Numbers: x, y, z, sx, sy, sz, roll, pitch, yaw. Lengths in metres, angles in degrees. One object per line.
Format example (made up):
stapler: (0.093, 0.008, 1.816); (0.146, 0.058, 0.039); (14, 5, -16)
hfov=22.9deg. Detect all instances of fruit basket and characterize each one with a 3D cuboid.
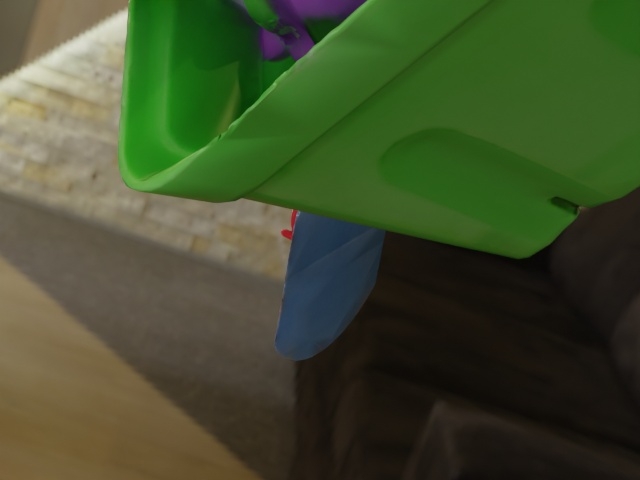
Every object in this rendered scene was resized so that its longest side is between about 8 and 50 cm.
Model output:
fruit basket: (-0.016, -0.204, 0.565); (0.392, 0.283, 0.392); (30, 41, -31)

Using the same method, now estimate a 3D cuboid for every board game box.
board game box: (0.000, 0.000, 1.084); (0.033, 0.168, 0.133); (24, 32, 25)
